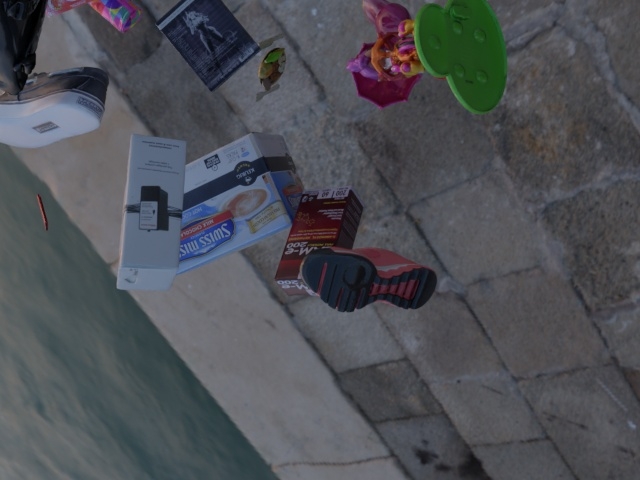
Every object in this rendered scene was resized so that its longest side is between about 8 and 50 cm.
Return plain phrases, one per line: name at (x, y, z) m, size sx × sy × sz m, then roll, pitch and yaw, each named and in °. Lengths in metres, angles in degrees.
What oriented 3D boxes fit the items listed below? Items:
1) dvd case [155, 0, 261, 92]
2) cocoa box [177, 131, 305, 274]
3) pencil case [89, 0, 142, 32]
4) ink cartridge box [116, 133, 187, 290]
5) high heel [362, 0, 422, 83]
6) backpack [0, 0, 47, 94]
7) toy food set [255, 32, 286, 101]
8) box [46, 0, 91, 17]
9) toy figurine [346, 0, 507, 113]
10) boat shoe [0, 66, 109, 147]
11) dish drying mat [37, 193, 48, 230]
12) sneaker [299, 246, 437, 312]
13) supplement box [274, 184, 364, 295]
dvd case at (-0.278, -0.503, 1.681) m, size 0.164 × 0.018 × 0.221 m, roll -39°, pitch 91°, yaw 6°
cocoa box at (-0.228, -0.086, 1.649) m, size 0.346 × 0.231 × 0.228 m, roll -23°, pitch 91°, yaw 15°
pencil case at (-0.635, -0.716, 1.983) m, size 0.236 × 0.104 × 0.104 m, roll 40°, pitch 136°, yaw -11°
ink cartridge box at (-0.263, -0.037, 1.058) m, size 0.086 × 0.209 × 0.153 m, roll 6°, pitch 162°, yaw -17°
high heel at (0.158, -0.340, 1.230) m, size 0.117 × 0.082 × 0.244 m, roll 52°, pitch 180°, yaw 35°
backpack at (-0.489, -0.445, 0.972) m, size 0.273 × 0.356 × 0.290 m, roll 16°, pitch 154°, yaw -8°
toy food set at (-0.139, -0.508, 2.019) m, size 0.038 × 0.132 × 0.192 m, roll 31°, pitch 137°, yaw 23°
box at (-0.615, -0.689, 1.748) m, size 0.256 × 0.123 × 0.128 m, roll -12°, pitch 128°, yaw 22°
toy figurine at (0.094, -0.195, 0.754) m, size 0.159 × 0.173 × 0.130 m, roll -3°, pitch 92°, yaw 43°
boat shoe at (-0.477, -0.233, 1.155) m, size 0.301 × 0.102 × 0.108 m, roll -5°, pitch 154°, yaw 33°
dish drying mat at (-0.618, -0.063, 1.514) m, size 0.083 × 0.008 × 0.032 m, roll 62°, pitch 150°, yaw 29°
sneaker at (0.077, 0.066, 1.343) m, size 0.136 × 0.313 × 0.116 m, roll 39°, pitch 113°, yaw 53°
supplement box at (0.000, 0.000, 1.461) m, size 0.130 × 0.240 × 0.073 m, roll -4°, pitch 145°, yaw 30°
